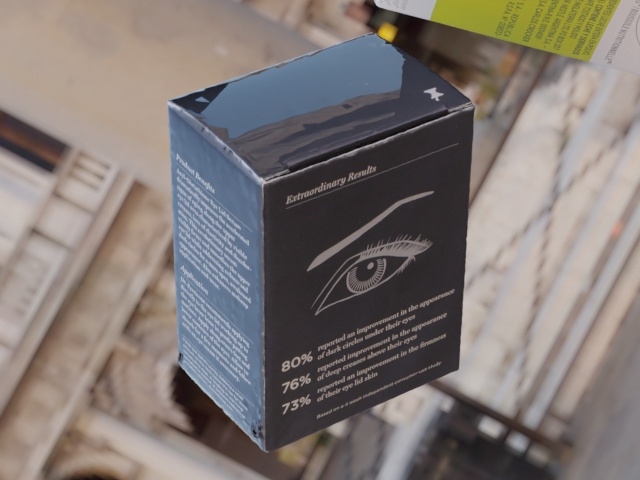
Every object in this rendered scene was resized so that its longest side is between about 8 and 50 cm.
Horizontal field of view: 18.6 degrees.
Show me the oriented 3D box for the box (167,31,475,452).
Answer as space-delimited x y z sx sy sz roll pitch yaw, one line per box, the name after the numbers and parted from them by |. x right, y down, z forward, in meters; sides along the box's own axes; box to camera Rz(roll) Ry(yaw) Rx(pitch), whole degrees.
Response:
0.000 0.000 1.189 0.153 0.108 0.207 -20 -50 -28 | box

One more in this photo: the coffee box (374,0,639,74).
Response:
0.249 -0.333 1.286 0.338 0.334 0.337 107 177 -62 | coffee box
